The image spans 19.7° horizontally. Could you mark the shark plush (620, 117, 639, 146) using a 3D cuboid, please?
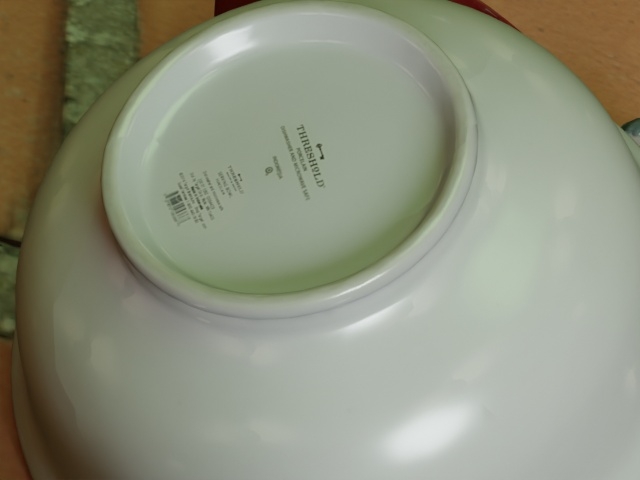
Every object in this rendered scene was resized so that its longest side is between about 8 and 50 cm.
[{"bbox_3d":[0.131,-0.041,1.040,0.161,0.073,0.067,-3,23,-2],"label":"shark plush"}]

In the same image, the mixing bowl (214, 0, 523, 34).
[{"bbox_3d":[0.014,-0.091,0.954,0.181,0.098,0.181,25,19,-9],"label":"mixing bowl"}]

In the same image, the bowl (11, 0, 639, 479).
[{"bbox_3d":[0.000,0.000,0.731,0.297,0.134,0.298,-6,55,9],"label":"bowl"}]
